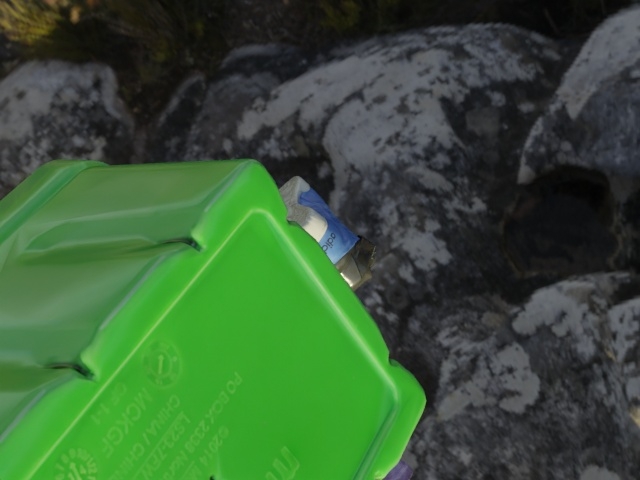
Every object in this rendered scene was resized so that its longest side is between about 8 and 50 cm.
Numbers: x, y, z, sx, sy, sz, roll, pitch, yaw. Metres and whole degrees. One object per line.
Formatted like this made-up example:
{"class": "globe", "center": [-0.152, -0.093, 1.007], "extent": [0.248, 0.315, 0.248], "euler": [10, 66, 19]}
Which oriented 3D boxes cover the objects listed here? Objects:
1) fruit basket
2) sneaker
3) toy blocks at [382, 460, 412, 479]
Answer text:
{"class": "fruit basket", "center": [-0.184, 0.132, 0.482], "extent": [0.392, 0.283, 0.392], "euler": [-31, 20, 12]}
{"class": "sneaker", "center": [-0.001, 0.001, 0.766], "extent": [0.058, 0.084, 0.152], "euler": [-47, 19, 3]}
{"class": "toy blocks", "center": [-0.011, 0.352, 0.947], "extent": [0.289, 0.309, 0.260], "euler": [-30, 97, 7]}
